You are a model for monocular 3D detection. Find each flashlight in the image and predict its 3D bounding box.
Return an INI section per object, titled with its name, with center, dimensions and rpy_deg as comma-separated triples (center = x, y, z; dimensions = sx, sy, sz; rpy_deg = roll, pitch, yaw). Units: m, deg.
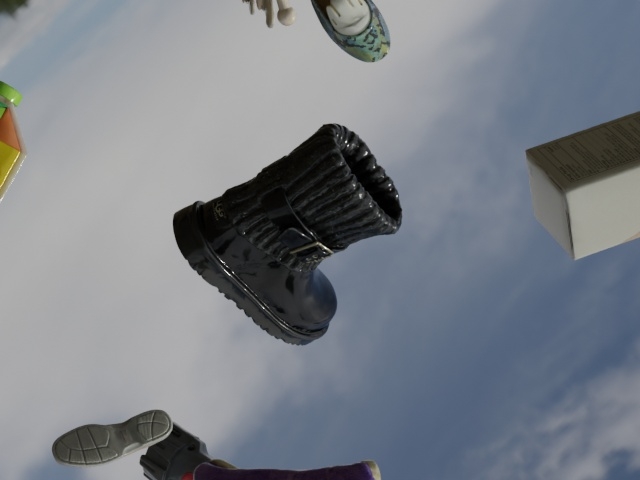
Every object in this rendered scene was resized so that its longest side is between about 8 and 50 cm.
[flashlight]
center = -0.146, 0.394, 2.028
dimensions = 0.304, 0.103, 0.103
rpy_deg = 26, -135, 32

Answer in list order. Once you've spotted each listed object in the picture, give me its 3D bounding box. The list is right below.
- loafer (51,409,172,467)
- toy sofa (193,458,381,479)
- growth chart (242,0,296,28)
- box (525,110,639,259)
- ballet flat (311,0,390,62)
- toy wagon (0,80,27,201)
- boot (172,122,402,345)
[loafer]
center = -0.212, 0.207, 1.377
dimensions = 0.125, 0.045, 0.039
rpy_deg = -14, 157, -22
[toy sofa]
center = -0.083, 0.349, 1.542
dimensions = 0.150, 0.177, 0.362
rpy_deg = -6, 178, -40
[growth chart]
center = -0.081, -0.277, 1.144
dimensions = 0.021, 0.172, 0.237
rpy_deg = -21, -149, -13
[box]
center = 0.464, -0.100, 1.929
dimensions = 0.311, 0.121, 0.148
rpy_deg = -18, -148, -6
[ballet flat]
center = 0.014, -0.289, 1.581
dimensions = 0.070, 0.188, 0.070
rpy_deg = -34, 168, -8
[toy wagon]
center = -0.610, -0.161, 1.978
dimensions = 0.267, 0.344, 0.068
rpy_deg = -63, -164, -8
[boot]
center = 0.001, 0.003, 1.781
dimensions = 0.260, 0.348, 0.131
rpy_deg = -28, -123, 17
